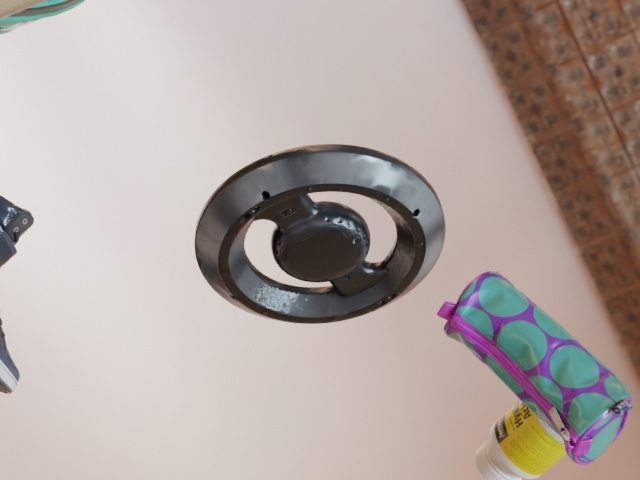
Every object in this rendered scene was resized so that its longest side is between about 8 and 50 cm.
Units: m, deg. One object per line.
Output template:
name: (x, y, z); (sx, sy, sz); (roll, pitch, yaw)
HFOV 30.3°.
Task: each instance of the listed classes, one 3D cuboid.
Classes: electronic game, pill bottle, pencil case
electronic game: (0.000, 0.000, 1.077); (0.229, 0.229, 0.048); (-25, -135, 18)
pill bottle: (0.198, 0.179, 1.092); (0.116, 0.065, 0.065); (-49, 172, 30)
pencil case: (0.160, 0.092, 0.880); (0.070, 0.151, 0.064); (-18, 143, -42)

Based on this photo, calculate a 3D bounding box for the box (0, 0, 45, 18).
box: (-0.205, -0.113, 0.329); (0.311, 0.148, 0.121); (-21, -135, 8)

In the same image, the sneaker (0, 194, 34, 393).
sneaker: (-0.371, 0.050, 1.343); (0.086, 0.226, 0.163); (4, -138, 46)

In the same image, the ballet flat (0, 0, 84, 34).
ballet flat: (-0.280, -0.175, 0.852); (0.247, 0.083, 0.087); (-21, 170, -46)
